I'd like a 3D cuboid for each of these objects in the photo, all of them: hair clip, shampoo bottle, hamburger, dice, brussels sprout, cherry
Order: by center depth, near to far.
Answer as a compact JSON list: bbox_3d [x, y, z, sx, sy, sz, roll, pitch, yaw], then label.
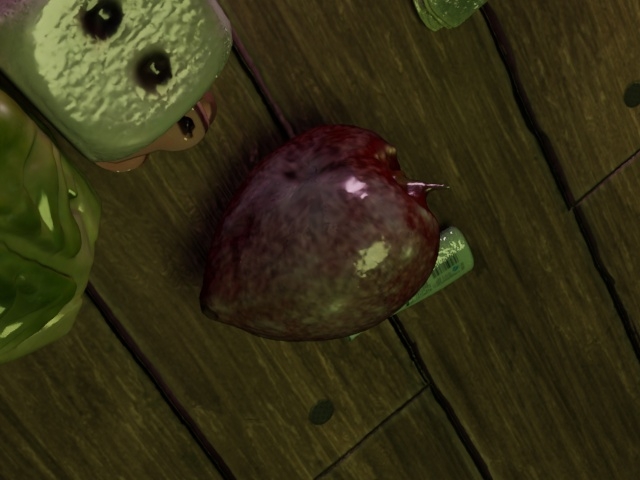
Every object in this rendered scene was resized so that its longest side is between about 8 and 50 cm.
[{"bbox_3d":[-0.360,-0.021,1.326,0.354,0.281,0.289,19,93,-37],"label":"brussels sprout"},{"bbox_3d":[-0.213,-0.203,1.381,0.194,0.193,0.192,-45,122,-7],"label":"dice"},{"bbox_3d":[-0.182,-0.137,1.539,0.138,0.102,0.123,-19,125,15],"label":"hair clip"},{"bbox_3d":[0.000,0.000,1.592,0.300,0.230,0.203,-32,150,4],"label":"cherry"},{"bbox_3d":[0.151,-0.299,1.654,0.121,0.054,0.084,-46,129,4],"label":"hamburger"},{"bbox_3d":[0.102,0.058,1.796,0.190,0.041,0.069,-34,131,-14],"label":"shampoo bottle"}]
